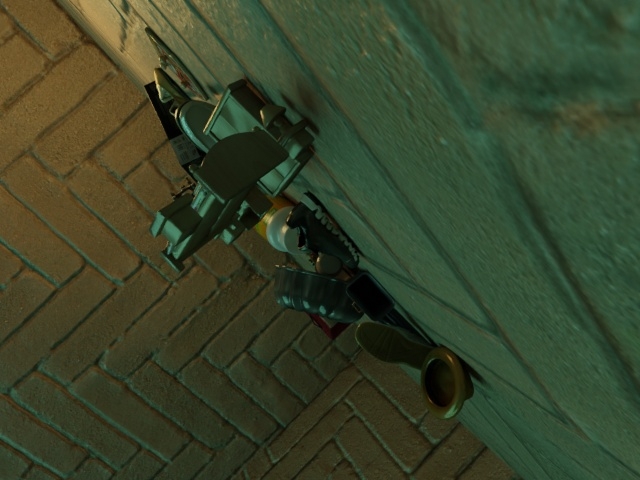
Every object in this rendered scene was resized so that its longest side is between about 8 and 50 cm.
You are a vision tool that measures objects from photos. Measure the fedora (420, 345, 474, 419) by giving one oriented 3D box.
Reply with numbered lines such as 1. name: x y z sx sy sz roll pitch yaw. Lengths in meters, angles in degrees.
1. fedora: 0.336 0.370 1.344 0.079 0.195 0.194 9 -172 -21

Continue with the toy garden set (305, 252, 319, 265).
1. toy garden set: -0.090 0.020 2.248 0.204 0.049 0.244 49 173 -23

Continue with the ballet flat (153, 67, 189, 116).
1. ballet flat: -0.458 -0.440 1.619 0.232 0.073 0.080 46 173 3

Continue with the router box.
1. router box: -0.473 -0.365 1.777 0.309 0.081 0.243 63 176 8

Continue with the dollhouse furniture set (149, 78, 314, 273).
1. dollhouse furniture set: -0.191 -0.083 0.778 0.174 0.355 0.303 45 135 1

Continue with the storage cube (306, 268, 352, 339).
1. storage cube: 0.047 0.216 1.880 0.183 0.215 0.193 45 167 19

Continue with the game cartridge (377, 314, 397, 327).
1. game cartridge: 0.290 0.347 1.814 0.294 0.060 0.196 41 176 39

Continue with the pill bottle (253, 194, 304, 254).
1. pill bottle: -0.112 -0.048 1.538 0.136 0.136 0.245 50 172 -34

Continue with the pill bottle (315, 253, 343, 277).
1. pill bottle: 0.027 0.079 1.663 0.087 0.087 0.160 46 174 3

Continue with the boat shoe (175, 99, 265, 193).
1. boat shoe: -0.203 -0.219 1.226 0.302 0.113 0.103 37 179 -36

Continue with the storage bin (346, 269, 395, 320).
1. storage bin: 0.130 0.151 1.457 0.135 0.098 0.091 47 -176 -10

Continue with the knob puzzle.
1. knob puzzle: -0.357 -0.417 1.297 0.213 0.030 0.213 45 174 6

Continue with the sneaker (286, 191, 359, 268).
1. sneaker: 0.000 0.000 1.237 0.234 0.106 0.078 49 174 -29

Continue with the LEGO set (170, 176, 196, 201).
1. LEGO set: -0.432 -0.191 2.014 0.192 0.331 0.255 56 -176 -17

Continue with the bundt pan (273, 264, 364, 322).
1. bundt pan: 0.000 0.178 1.633 0.330 0.124 0.331 14 171 2

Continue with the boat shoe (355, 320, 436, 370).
1. boat shoe: 0.215 0.293 1.472 0.277 0.098 0.096 25 -169 -14

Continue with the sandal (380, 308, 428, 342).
1. sandal: 0.245 0.272 1.589 0.254 0.054 0.097 44 173 21
